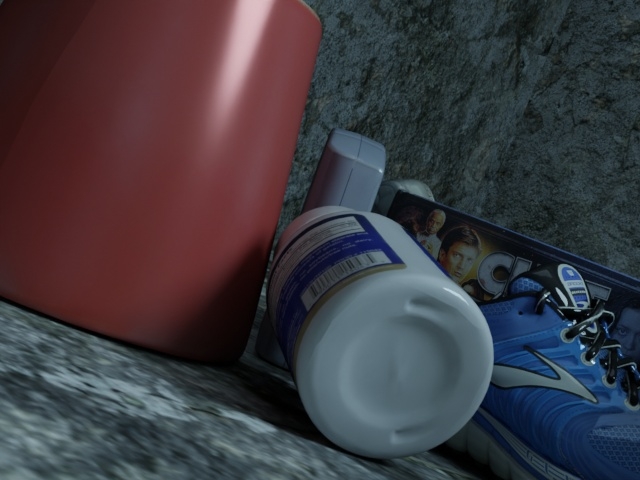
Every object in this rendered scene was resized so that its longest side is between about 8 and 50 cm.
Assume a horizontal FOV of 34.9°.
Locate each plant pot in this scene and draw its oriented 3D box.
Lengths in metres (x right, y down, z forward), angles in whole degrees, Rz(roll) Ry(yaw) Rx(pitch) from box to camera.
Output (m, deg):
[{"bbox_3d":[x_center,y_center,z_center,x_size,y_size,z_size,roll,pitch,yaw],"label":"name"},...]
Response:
[{"bbox_3d":[-0.131,-0.077,0.710,0.274,0.243,0.275,23,1,0],"label":"plant pot"}]

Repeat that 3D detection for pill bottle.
[{"bbox_3d":[0.025,0.043,0.633,0.112,0.112,0.187,22,12,-17],"label":"pill bottle"}]

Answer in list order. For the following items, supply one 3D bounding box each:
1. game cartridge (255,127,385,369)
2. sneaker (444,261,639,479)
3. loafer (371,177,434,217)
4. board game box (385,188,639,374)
[{"bbox_3d":[0.000,0.000,0.899,0.060,0.196,0.294,23,0,-2],"label":"game cartridge"},{"bbox_3d":[0.163,0.094,0.679,0.329,0.147,0.129,22,6,27],"label":"sneaker"},{"bbox_3d":[0.087,0.025,1.046,0.111,0.112,0.319,-3,-21,-6],"label":"loafer"},{"bbox_3d":[0.139,0.077,0.792,0.243,0.165,0.042,22,1,26],"label":"board game box"}]
